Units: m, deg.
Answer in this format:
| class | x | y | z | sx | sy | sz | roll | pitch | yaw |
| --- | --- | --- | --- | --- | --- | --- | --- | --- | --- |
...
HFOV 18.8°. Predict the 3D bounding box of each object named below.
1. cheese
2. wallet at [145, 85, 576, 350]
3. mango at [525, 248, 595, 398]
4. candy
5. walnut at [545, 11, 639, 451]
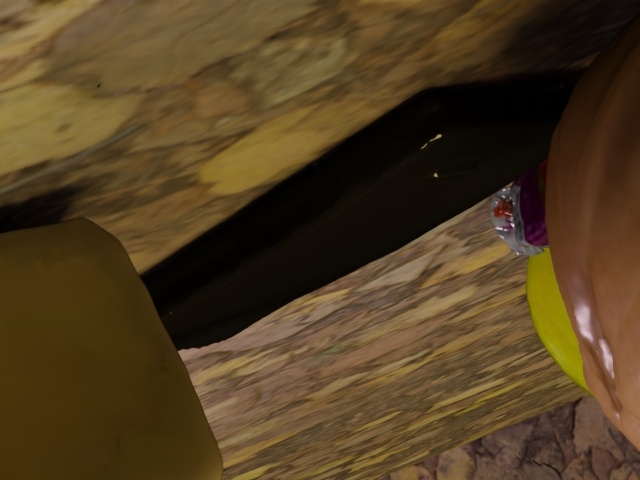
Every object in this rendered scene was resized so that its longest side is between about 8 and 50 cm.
| class | x | y | z | sx | sy | sz | roll | pitch | yaw |
| --- | --- | --- | --- | --- | --- | --- | --- | --- | --- |
| cheese | -0.187 | 0.107 | 0.660 | 0.243 | 0.124 | 0.265 | -22 | 171 | -26 |
| wallet | 0.000 | 0.001 | 0.781 | 0.244 | 0.025 | 0.124 | -32 | 166 | 39 |
| mango | 0.234 | 0.019 | 0.939 | 0.273 | 0.149 | 0.185 | -4 | 180 | -10 |
| candy | 0.116 | -0.030 | 0.825 | 0.043 | 0.045 | 0.175 | -3 | 160 | -27 |
| walnut | 0.202 | -0.015 | 0.640 | 0.261 | 0.225 | 0.225 | -34 | 171 | -7 |
